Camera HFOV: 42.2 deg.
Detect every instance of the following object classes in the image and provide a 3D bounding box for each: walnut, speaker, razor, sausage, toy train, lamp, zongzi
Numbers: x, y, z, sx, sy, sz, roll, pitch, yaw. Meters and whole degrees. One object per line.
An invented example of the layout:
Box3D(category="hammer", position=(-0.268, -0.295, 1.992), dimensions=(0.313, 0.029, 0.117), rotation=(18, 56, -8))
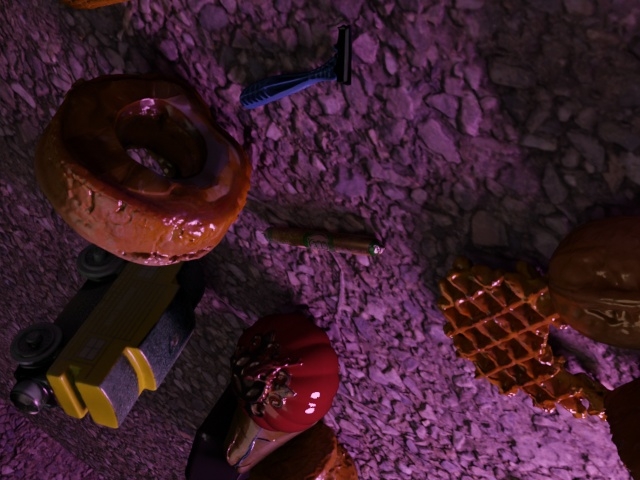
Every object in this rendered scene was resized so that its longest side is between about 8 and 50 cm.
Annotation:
Box3D(category="walnut", position=(0.368, 0.049, 0.977), dimensions=(0.207, 0.159, 0.159), rotation=(7, 132, 43))
Box3D(category="speaker", position=(-0.197, 0.502, 1.989), dimensions=(0.184, 0.180, 0.388), rotation=(30, 145, 6))
Box3D(category="razor", position=(-0.034, -0.226, 1.173), dimensions=(0.253, 0.042, 0.082), rotation=(-10, 78, 49))
Box3D(category="sausage", position=(0.000, 0.000, 1.383), dimensions=(0.269, 0.033, 0.033), rotation=(7, 131, 40))
Box3D(category="toy train", position=(-0.403, 0.172, 1.630), dimensions=(0.272, 0.442, 0.179), rotation=(10, 134, 20))
Box3D(category="lamp", position=(-0.073, 0.247, 1.554), dimensions=(0.227, 0.227, 0.227), rotation=(26, 142, 23))
Box3D(category="zongzi", position=(-0.157, 0.342, 1.755), dimensions=(0.256, 0.228, 0.115), rotation=(52, -174, -8))

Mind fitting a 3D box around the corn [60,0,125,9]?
Box3D(category="corn", position=(-0.316, -0.392, 1.245), dimensions=(0.231, 0.080, 0.080), rotation=(6, 131, 38))

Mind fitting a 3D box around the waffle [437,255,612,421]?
Box3D(category="waffle", position=(0.293, 0.138, 1.219), dimensions=(0.260, 0.069, 0.293), rotation=(12, 137, 39))

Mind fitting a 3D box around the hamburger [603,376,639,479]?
Box3D(category="hamburger", position=(0.474, 0.219, 0.999), dimensions=(0.209, 0.330, 0.162), rotation=(-41, 88, 13))

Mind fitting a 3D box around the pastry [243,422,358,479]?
Box3D(category="pastry", position=(-0.040, 0.515, 1.789), dimensions=(0.240, 0.235, 0.132), rotation=(6, 136, 55))

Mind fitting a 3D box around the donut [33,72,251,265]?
Box3D(category="donut", position=(-0.263, -0.127, 1.291), dimensions=(0.330, 0.330, 0.160), rotation=(44, 134, -1))
